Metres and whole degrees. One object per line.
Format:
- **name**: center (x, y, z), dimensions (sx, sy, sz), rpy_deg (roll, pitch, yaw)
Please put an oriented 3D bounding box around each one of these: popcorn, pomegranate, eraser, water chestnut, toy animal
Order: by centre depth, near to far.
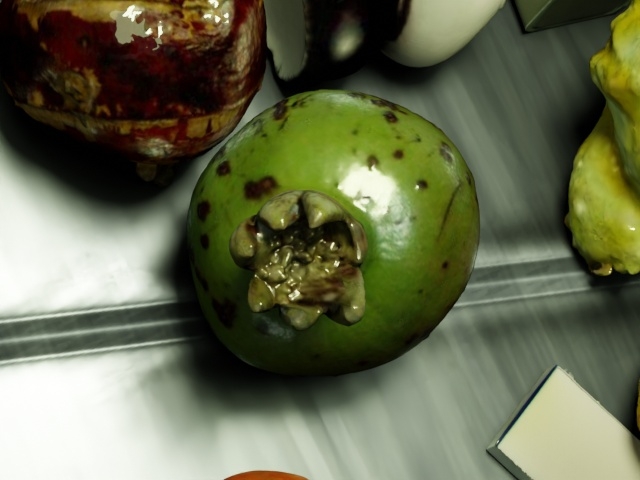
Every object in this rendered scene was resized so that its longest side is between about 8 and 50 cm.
- **pomegranate**: center (-0.010, 0.011, 1.170), dimensions (0.242, 0.242, 0.306), rpy_deg (48, 34, 1)
- **water chestnut**: center (-0.149, -0.149, 1.223), dimensions (0.223, 0.238, 0.224), rpy_deg (5, 32, -3)
- **popcorn**: center (0.389, -0.094, 1.321), dimensions (0.321, 0.290, 0.326), rpy_deg (5, 35, 6)
- **eraser**: center (0.233, 0.195, 1.326), dimensions (0.150, 0.023, 0.104), rpy_deg (43, 63, -2)
- **toy animal**: center (0.056, -0.244, 1.339), dimensions (0.235, 0.165, 0.187), rpy_deg (-15, 79, -25)

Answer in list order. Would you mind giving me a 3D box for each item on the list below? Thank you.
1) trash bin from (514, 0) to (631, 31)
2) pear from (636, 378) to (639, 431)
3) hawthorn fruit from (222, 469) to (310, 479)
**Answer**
- **trash bin**: center (0.231, -0.349, 1.437), dimensions (0.122, 0.164, 0.240), rpy_deg (-16, 77, -24)
- **pear**: center (0.375, 0.143, 1.301), dimensions (0.209, 0.209, 0.209), rpy_deg (6, 70, -17)
- **hawthorn fruit**: center (-0.042, 0.236, 1.171), dimensions (0.125, 0.140, 0.125), rpy_deg (-7, 107, -23)
